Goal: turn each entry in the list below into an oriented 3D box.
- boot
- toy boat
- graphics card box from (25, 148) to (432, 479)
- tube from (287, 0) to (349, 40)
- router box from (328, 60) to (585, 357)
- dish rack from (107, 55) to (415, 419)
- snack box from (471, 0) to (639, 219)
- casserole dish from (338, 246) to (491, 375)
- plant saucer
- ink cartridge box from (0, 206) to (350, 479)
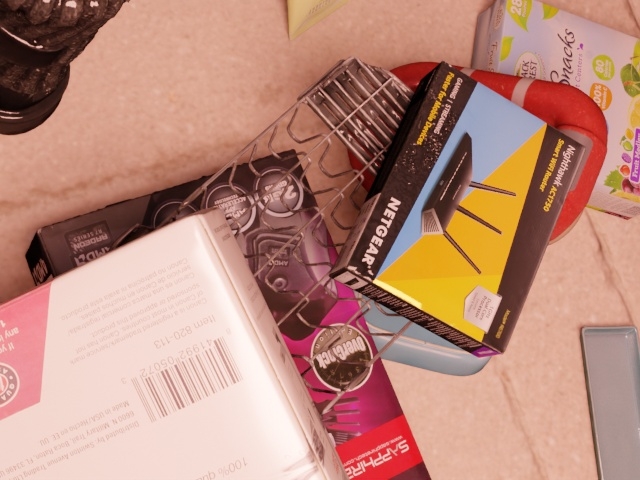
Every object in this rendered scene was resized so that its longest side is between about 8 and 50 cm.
[{"bbox_3d":[-0.303,-0.234,0.739,0.348,0.260,0.131,31,67,-12],"label":"boot"},{"bbox_3d":[0.120,-0.091,0.889,0.151,0.231,0.151,35,75,-53],"label":"toy boat"},{"bbox_3d":[-0.062,0.133,0.833,0.232,0.094,0.371,-19,83,-24],"label":"graphics card box"},{"bbox_3d":[-0.003,-0.295,0.913,0.070,0.240,0.062,-5,48,0],"label":"tube"},{"bbox_3d":[0.104,-0.023,0.760,0.133,0.046,0.179,29,72,-10],"label":"router box"},{"bbox_3d":[0.000,0.000,0.788,0.271,0.074,0.208,-44,95,-19],"label":"dish rack"},{"bbox_3d":[0.253,-0.133,1.042,0.207,0.070,0.175,14,73,-16],"label":"snack box"},{"bbox_3d":[0.094,0.057,0.947,0.188,0.037,0.114,16,70,-16],"label":"casserole dish"},{"bbox_3d":[0.291,0.180,1.004,0.067,0.018,0.192,1,75,-22],"label":"plant saucer"},{"bbox_3d":[-0.102,0.148,0.669,0.207,0.117,0.283,-25,93,3],"label":"ink cartridge box"}]
